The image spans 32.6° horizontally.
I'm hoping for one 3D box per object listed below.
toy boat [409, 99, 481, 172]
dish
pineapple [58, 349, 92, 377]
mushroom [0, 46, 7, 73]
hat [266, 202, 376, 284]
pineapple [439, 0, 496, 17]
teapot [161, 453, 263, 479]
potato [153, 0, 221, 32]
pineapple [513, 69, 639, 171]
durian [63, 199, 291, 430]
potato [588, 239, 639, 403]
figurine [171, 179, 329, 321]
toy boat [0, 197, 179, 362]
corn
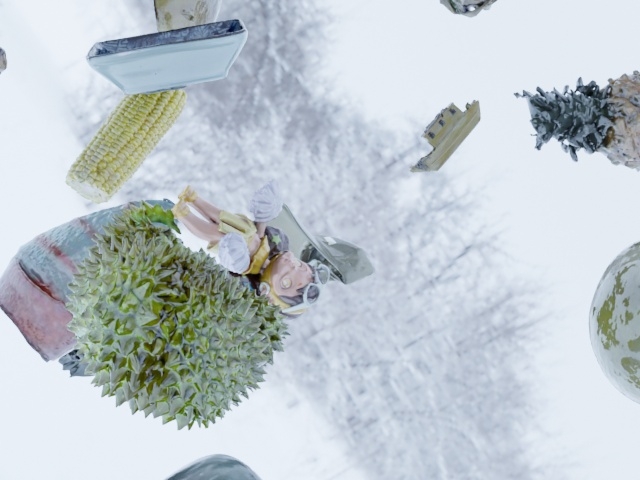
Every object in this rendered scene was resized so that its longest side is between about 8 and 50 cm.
[{"bbox_3d":[0.252,-0.215,2.242,0.077,0.200,0.057,40,4,-5],"label":"toy boat"},{"bbox_3d":[-0.230,-0.277,1.684,0.182,0.243,0.080,-113,-167,-72],"label":"dish"},{"bbox_3d":[-0.350,0.137,1.692,0.237,0.119,0.111,119,-38,-50],"label":"pineapple"},{"bbox_3d":[-0.536,-0.242,1.477,0.194,0.138,0.231,27,-38,-1],"label":"mushroom"},{"bbox_3d":[0.000,0.000,1.899,0.166,0.144,0.173,-7,-78,57],"label":"hat"},{"bbox_3d":[0.292,-0.533,1.965,0.262,0.262,0.271,59,-45,39],"label":"pineapple"},{"bbox_3d":[-0.163,0.415,1.180,0.305,0.285,0.223,59,-31,20],"label":"teapot"},{"bbox_3d":[-0.229,-0.437,1.883,0.299,0.116,0.239,94,0,-74],"label":"potato"},{"bbox_3d":[0.418,-0.174,1.579,0.158,0.279,0.157,179,-90,-82],"label":"pineapple"},{"bbox_3d":[-0.153,0.086,1.104,0.237,0.200,0.176,53,32,-21],"label":"durian"},{"bbox_3d":[0.353,0.076,1.083,0.235,0.160,0.178,125,-42,-75],"label":"potato"},{"bbox_3d":[-0.099,0.015,1.512,0.240,0.116,0.174,47,41,-21],"label":"figurine"},{"bbox_3d":[-0.324,0.024,1.552,0.206,0.282,0.096,43,-7,33],"label":"toy boat"},{"bbox_3d":[-0.309,-0.167,1.751,0.093,0.244,0.093,30,-21,13],"label":"corn"}]
